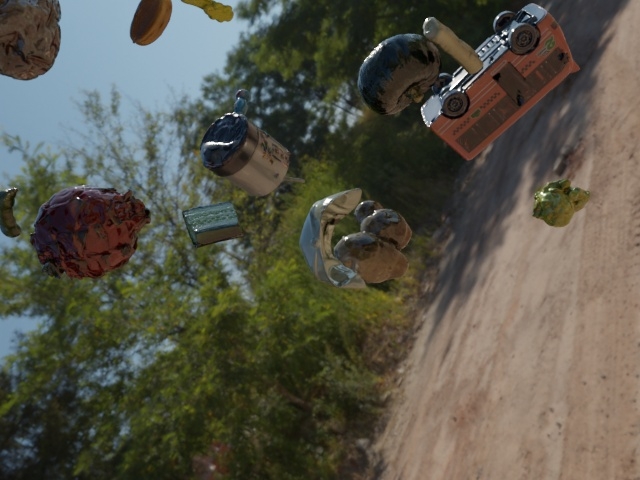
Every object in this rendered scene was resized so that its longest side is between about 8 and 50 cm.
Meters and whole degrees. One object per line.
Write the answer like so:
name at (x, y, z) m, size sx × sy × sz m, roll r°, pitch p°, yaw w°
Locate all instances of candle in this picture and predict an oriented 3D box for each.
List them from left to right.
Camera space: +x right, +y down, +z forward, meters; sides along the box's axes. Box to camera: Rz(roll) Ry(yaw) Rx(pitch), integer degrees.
candle at (-0.187, -0.228, 1.744) m, size 0.330 × 0.187 × 0.188 m, roll 31°, pitch -94°, yaw -47°

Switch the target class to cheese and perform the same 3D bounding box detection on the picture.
cheese at (0.291, -0.425, 1.296) m, size 0.043 × 0.194 × 0.065 m, roll -36°, pitch 54°, yaw 32°

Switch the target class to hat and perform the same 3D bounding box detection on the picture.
hat at (0.008, 0.000, 1.585) m, size 0.301 × 0.167 × 0.258 m, roll 172°, pitch 97°, yaw -72°

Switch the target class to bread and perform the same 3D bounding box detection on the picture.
bread at (-0.529, -0.697, 1.866) m, size 0.189 × 0.114 × 0.077 m, roll -52°, pitch -8°, yaw 22°

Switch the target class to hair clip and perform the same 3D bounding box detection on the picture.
hair clip at (-0.342, -0.721, 1.823) m, size 0.072 × 0.173 × 0.046 m, roll -25°, pitch 58°, yaw 41°

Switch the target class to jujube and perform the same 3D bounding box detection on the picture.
jujube at (-0.768, -0.561, 1.502) m, size 0.226 × 0.225 × 0.317 m, roll 116°, pitch 147°, yaw -50°

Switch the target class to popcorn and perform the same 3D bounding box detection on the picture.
popcorn at (0.353, -0.053, 0.872) m, size 0.059 × 0.083 × 0.068 m, roll 71°, pitch -173°, yaw -77°

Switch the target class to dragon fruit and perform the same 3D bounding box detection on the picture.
dragon fruit at (-0.578, -0.024, 1.509) m, size 0.298 × 0.245 × 0.244 m, roll -19°, pitch -13°, yaw -12°

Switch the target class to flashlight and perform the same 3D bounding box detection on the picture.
flashlight at (-0.242, -0.419, 1.839) m, size 0.051 × 0.051 × 0.129 m, roll 116°, pitch 160°, yaw -45°

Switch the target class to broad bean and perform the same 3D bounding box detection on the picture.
broad bean at (-0.767, -0.065, 1.455) m, size 0.052 × 0.052 × 0.256 m, roll -24°, pitch -12°, yaw -32°

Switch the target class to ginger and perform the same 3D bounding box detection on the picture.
ginger at (0.184, -0.001, 1.939) m, size 0.155 × 0.244 × 0.304 m, roll 96°, pitch -166°, yaw -50°

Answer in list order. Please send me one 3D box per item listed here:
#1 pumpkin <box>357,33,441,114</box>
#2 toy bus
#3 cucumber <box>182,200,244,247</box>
pumpkin at (0.188, -0.389, 1.406) m, size 0.211 × 0.152 × 0.212 m, roll -19°, pitch -15°, yaw -5°
toy bus at (0.504, -0.446, 1.695) m, size 0.427 × 0.233 × 0.203 m, roll -43°, pitch 22°, yaw 23°
cucumber at (-0.221, -0.027, 1.232) m, size 0.116 × 0.115 × 0.062 m, roll -119°, pitch 16°, yaw -55°
